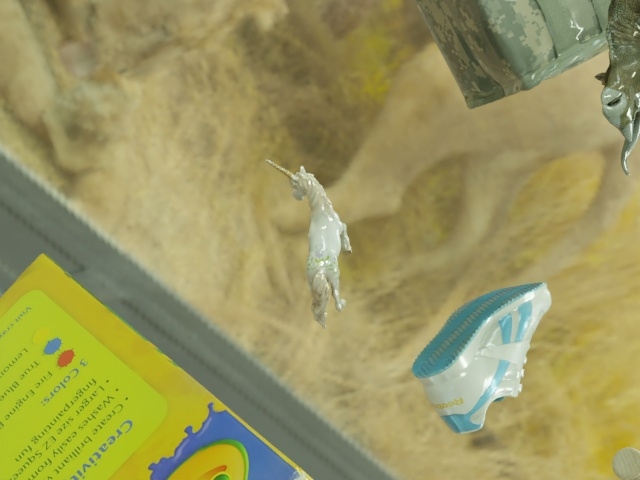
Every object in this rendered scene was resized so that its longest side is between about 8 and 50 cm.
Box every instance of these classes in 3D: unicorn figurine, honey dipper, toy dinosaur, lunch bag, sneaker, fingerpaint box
[{"bbox_3d":[0.000,0.000,1.583,0.111,0.060,0.162,71,2,-52],"label":"unicorn figurine"},{"bbox_3d":[0.308,0.220,1.412,0.161,0.030,0.030,32,45,-56],"label":"honey dipper"},{"bbox_3d":[0.301,-0.208,1.183,0.160,0.313,0.121,55,-9,-17],"label":"toy dinosaur"},{"bbox_3d":[0.231,-0.293,1.465,0.235,0.287,0.169,62,-18,-5],"label":"lunch bag"},{"bbox_3d":[0.184,0.120,1.657,0.229,0.087,0.092,-39,108,-42],"label":"sneaker"},{"bbox_3d":[-0.218,0.276,1.027,0.371,0.445,0.163,31,-15,49],"label":"fingerpaint box"}]
